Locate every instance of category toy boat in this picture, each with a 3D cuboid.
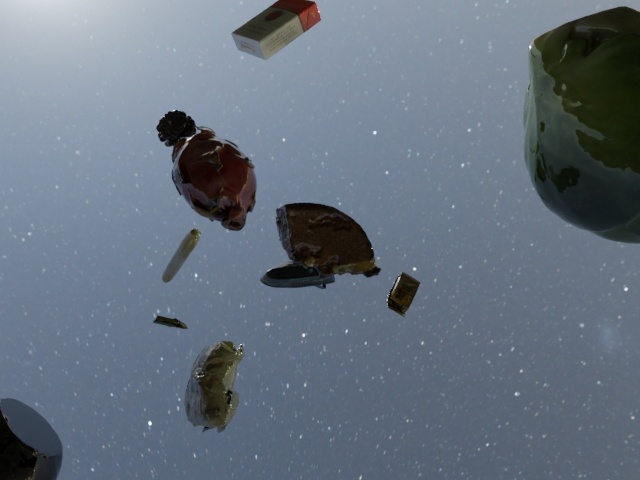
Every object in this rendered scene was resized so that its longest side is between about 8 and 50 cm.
[{"bbox_3d":[-0.071,0.111,1.690,0.246,0.103,0.092,-7,-137,-2],"label":"toy boat"}]

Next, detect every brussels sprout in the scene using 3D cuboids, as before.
[{"bbox_3d":[0.439,-0.159,0.748,0.282,0.289,0.354,-30,-93,-12],"label":"brussels sprout"}]

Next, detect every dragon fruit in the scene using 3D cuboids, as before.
[{"bbox_3d":[-0.298,-0.178,1.499,0.251,0.250,0.315,-8,-137,-15],"label":"dragon fruit"}]

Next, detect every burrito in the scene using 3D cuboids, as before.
[{"bbox_3d":[-0.217,0.296,1.059,0.107,0.348,0.175,21,-109,-10],"label":"burrito"}]

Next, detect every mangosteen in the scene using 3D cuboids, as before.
[{"bbox_3d":[-0.641,0.462,1.048,0.288,0.287,0.233,32,-109,21],"label":"mangosteen"}]

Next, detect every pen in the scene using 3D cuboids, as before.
[{"bbox_3d":[-0.321,0.043,1.202,0.032,0.233,0.040,18,-130,-23],"label":"pen"}]

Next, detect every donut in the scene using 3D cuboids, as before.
[{"bbox_3d":[0.010,-0.004,1.016,0.187,0.144,0.126,-2,-173,-19],"label":"donut"}]

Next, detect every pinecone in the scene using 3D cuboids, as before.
[{"bbox_3d":[-0.494,-0.379,1.834,0.140,0.121,0.140,-3,-102,17],"label":"pinecone"}]

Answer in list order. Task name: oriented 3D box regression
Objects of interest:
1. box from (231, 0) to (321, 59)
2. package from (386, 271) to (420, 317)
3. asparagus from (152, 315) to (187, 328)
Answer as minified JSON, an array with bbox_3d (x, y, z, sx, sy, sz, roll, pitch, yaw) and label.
[{"bbox_3d":[-0.088,-0.424,1.046,0.152,0.048,0.100,-40,-130,-19],"label":"box"},{"bbox_3d":[0.250,0.169,1.621,0.071,0.047,0.131,30,-112,-7],"label":"package"},{"bbox_3d":[-0.407,0.222,1.429,0.108,0.021,0.025,10,-136,16],"label":"asparagus"}]
